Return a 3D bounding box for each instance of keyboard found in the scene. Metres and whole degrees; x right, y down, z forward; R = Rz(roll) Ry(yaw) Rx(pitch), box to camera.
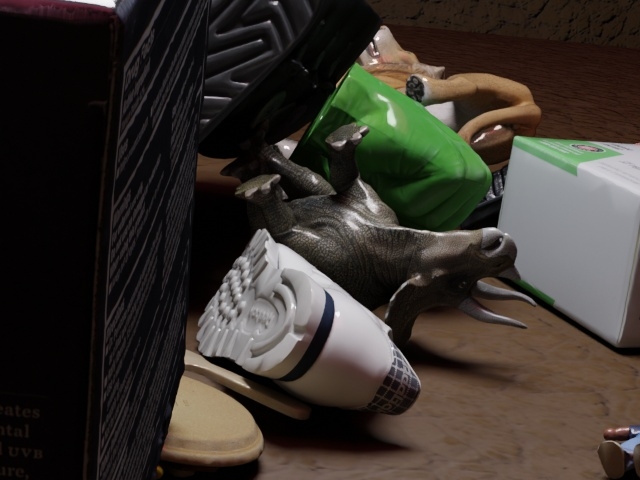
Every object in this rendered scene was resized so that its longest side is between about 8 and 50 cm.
[{"bbox_3d":[0.145,-0.041,1.599,0.108,0.023,0.180,-28,5,8],"label":"keyboard"}]

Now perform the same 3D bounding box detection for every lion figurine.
[{"bbox_3d":[0.106,-0.118,1.735,0.240,0.142,0.392,-5,16,-33],"label":"lion figurine"}]

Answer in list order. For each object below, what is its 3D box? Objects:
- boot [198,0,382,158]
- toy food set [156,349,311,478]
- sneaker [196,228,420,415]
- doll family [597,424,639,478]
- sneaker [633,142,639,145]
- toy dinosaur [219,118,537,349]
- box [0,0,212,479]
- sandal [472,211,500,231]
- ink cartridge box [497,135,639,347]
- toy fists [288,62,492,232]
[{"bbox_3d":[-0.129,-0.109,1.420,0.367,0.146,0.445,-33,2,6],"label":"boot"},{"bbox_3d":[-0.096,0.103,0.978,0.132,0.038,0.192,22,13,25],"label":"toy food set"},{"bbox_3d":[-0.012,0.058,1.127,0.095,0.090,0.235,26,6,-18],"label":"sneaker"},{"bbox_3d":[0.255,0.113,1.034,0.193,0.076,0.111,12,19,31],"label":"doll family"},{"bbox_3d":[0.316,-0.064,1.600,0.145,0.090,0.270,-24,-8,23],"label":"sneaker"},{"bbox_3d":[0.000,0.000,1.275,0.121,0.160,0.313,-36,22,-25],"label":"toy dinosaur"},{"bbox_3d":[-0.153,-0.013,0.753,0.182,0.294,0.296,8,24,1],"label":"box"},{"bbox_3d":[0.207,-0.032,1.625,0.090,0.060,0.219,16,16,32],"label":"sandal"},{"bbox_3d":[0.316,0.000,1.419,0.289,0.121,0.211,2,15,-24],"label":"ink cartridge box"},{"bbox_3d":[0.051,-0.052,1.422,0.142,0.096,0.279,31,-9,-3],"label":"toy fists"}]
